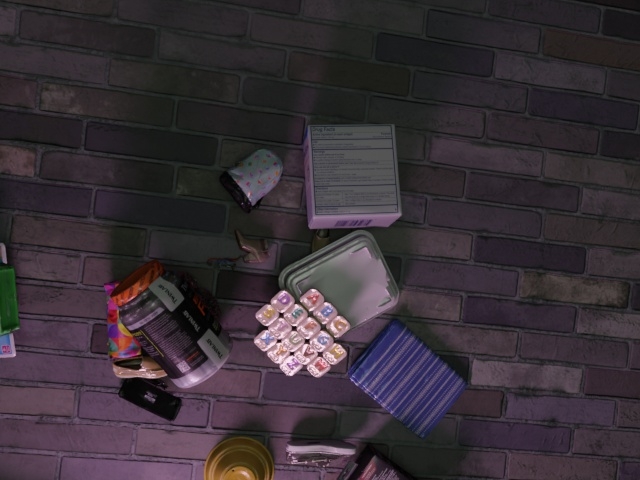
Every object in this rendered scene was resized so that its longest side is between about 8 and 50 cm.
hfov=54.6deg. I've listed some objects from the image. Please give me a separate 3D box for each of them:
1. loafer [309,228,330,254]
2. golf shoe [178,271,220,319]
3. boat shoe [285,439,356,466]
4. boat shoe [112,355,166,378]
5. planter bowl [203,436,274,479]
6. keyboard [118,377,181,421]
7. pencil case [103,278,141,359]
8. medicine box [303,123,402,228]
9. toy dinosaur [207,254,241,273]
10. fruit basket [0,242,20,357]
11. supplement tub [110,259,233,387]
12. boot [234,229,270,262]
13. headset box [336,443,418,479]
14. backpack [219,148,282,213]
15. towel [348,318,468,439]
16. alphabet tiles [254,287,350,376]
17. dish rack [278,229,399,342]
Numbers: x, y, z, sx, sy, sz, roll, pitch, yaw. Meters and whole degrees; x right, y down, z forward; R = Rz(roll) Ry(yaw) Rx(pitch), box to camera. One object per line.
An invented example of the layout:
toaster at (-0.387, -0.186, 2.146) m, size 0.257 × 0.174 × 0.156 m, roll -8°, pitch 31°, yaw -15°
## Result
loafer at (0.000, 0.000, 1.925) m, size 0.056 × 0.050 × 0.148 m, roll 6°, pitch 90°, yaw -8°
golf shoe at (-0.380, 0.177, 1.876) m, size 0.086 × 0.067 × 0.186 m, roll -33°, pitch 106°, yaw 31°
boat shoe at (0.002, 0.661, 1.924) m, size 0.219 × 0.078 × 0.070 m, roll 1°, pitch 90°, yaw 0°
boat shoe at (-0.518, 0.369, 1.835) m, size 0.189 × 0.072 × 0.068 m, roll -6°, pitch 56°, yaw -12°
planter bowl at (-0.246, 0.715, 1.880) m, size 0.217 × 0.090 × 0.217 m, roll 0°, pitch 90°, yaw -8°
keyboard at (-0.503, 0.461, 1.868) m, size 0.192 × 0.038 × 0.100 m, roll 25°, pitch 83°, yaw 4°
pencil case at (-0.584, 0.233, 1.824) m, size 0.104 × 0.104 × 0.237 m, roll -1°, pitch 90°, yaw -8°
medicine box at (0.090, -0.192, 1.862) m, size 0.263 × 0.149 × 0.290 m, roll -2°, pitch 79°, yaw -8°
toy dinosaur at (-0.301, 0.069, 1.901) m, size 0.082 × 0.047 × 0.090 m, roll 29°, pitch 54°, yaw 1°
fruit basket at (-1.042, 0.179, 1.730) m, size 0.352 × 0.165 × 0.327 m, roll -4°, pitch 91°, yaw -4°
supplement tub at (-0.422, 0.233, 1.756) m, size 0.207 × 0.207 × 0.338 m, roll -37°, pitch 108°, yaw -6°
boot at (-0.206, 0.013, 1.906) m, size 0.086 × 0.042 × 0.119 m, roll -18°, pitch 94°, yaw -14°
headset box at (0.185, 0.799, 1.929) m, size 0.293 × 0.110 × 0.218 m, roll 37°, pitch 86°, yaw -7°
backpack at (-0.195, -0.190, 1.865) m, size 0.182 × 0.115 × 0.152 m, roll -39°, pitch 93°, yaw -8°
towel at (0.279, 0.442, 1.981) m, size 0.336 × 0.040 × 0.243 m, roll 42°, pitch 84°, yaw -8°
alphabet tiles at (-0.058, 0.282, 1.876) m, size 0.278 × 0.021 × 0.284 m, roll -41°, pitch 97°, yaw 20°
dish rack at (0.068, 0.153, 1.907) m, size 0.332 × 0.072 × 0.286 m, roll -28°, pitch 102°, yaw -7°
